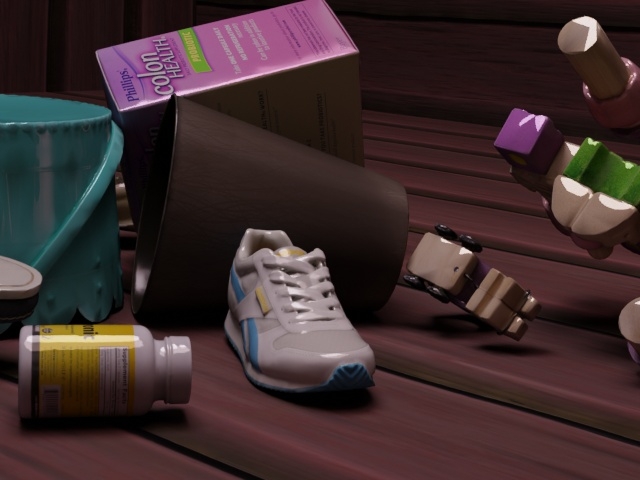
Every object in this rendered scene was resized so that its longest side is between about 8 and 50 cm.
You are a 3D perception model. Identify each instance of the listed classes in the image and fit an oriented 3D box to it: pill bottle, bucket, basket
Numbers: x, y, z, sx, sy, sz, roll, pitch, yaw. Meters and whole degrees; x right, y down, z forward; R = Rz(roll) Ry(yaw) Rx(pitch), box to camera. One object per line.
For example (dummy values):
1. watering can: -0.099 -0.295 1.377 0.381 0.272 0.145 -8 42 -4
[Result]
1. pill bottle: -0.149 0.090 0.906 0.116 0.065 0.065 1 11 -12
2. bucket: -0.310 -0.033 1.194 0.281 0.183 0.281 3 12 -1
3. basket: -0.045 -0.015 1.213 0.227 0.204 0.154 9 0 -15

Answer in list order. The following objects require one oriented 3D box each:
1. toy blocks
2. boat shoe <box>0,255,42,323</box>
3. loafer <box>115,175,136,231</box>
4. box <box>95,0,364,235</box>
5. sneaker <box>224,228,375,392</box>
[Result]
1. toy blocks: 0.304 0.005 1.208 0.289 0.309 0.260 28 -8 41
2. boat shoe: -0.342 0.054 1.011 0.255 0.079 0.095 -1 13 -5
3. loafer: -0.181 -0.036 1.506 0.269 0.092 0.102 -14 10 -2
4. box: -0.086 -0.107 1.349 0.243 0.213 0.117 -16 43 -12
5. sneaker: -0.023 0.057 1.039 0.087 0.092 0.229 -1 16 -23
